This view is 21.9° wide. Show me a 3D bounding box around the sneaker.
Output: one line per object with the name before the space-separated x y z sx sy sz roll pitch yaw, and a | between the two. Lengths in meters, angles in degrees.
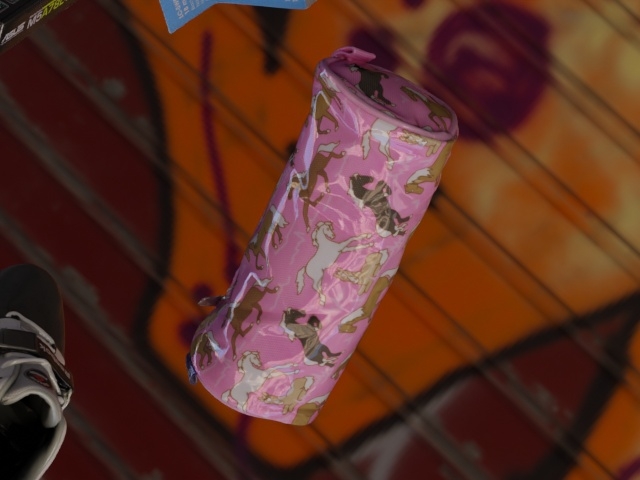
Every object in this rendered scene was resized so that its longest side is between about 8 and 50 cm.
sneaker | -0.287 0.146 1.595 0.122 0.146 0.330 33 -135 -28

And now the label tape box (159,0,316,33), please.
label tape box | -0.032 -0.377 1.733 0.106 0.334 0.240 32 152 35

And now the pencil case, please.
pencil case | 0.000 0.000 1.683 0.167 0.386 0.160 26 -156 -3

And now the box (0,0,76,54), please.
box | -0.303 -0.244 1.404 0.191 0.045 0.184 29 -141 9
